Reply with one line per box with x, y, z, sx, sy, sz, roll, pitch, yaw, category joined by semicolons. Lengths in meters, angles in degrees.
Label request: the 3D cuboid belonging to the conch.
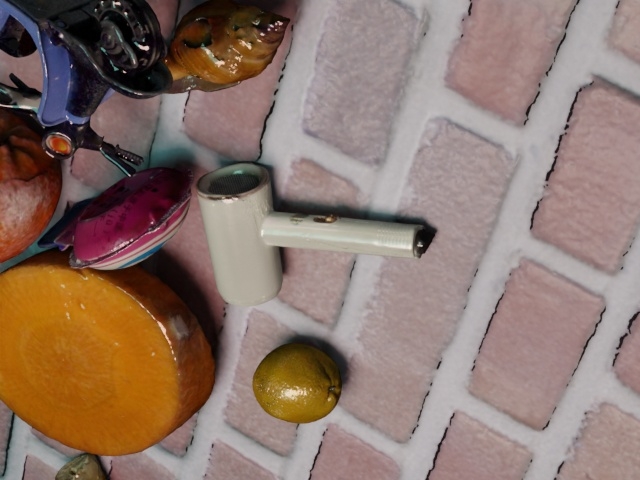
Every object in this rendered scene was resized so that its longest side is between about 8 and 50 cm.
-0.101;-0.179;1.397;0.232;0.086;0.080;180;98;-66;conch

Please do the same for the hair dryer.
0.000;0.000;1.468;0.236;0.073;0.131;3;121;21;hair dryer

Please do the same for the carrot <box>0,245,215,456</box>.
-0.242;0.115;1.644;0.307;0.100;0.258;-20;112;42;carrot

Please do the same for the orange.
-0.021;0.146;1.546;0.095;0.085;0.085;-2;117;39;orange

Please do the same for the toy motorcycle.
-0.277;-0.209;1.444;0.358;0.125;0.213;38;137;22;toy motorcycle

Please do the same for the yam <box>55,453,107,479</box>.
-0.237;0.404;1.856;0.071;0.067;0.317;10;128;61;yam

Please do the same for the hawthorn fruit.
-0.360;-0.051;1.589;0.173;0.173;0.173;16;125;24;hawthorn fruit

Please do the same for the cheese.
-0.207;-0.020;1.527;0.244;0.155;0.062;-5;126;53;cheese
